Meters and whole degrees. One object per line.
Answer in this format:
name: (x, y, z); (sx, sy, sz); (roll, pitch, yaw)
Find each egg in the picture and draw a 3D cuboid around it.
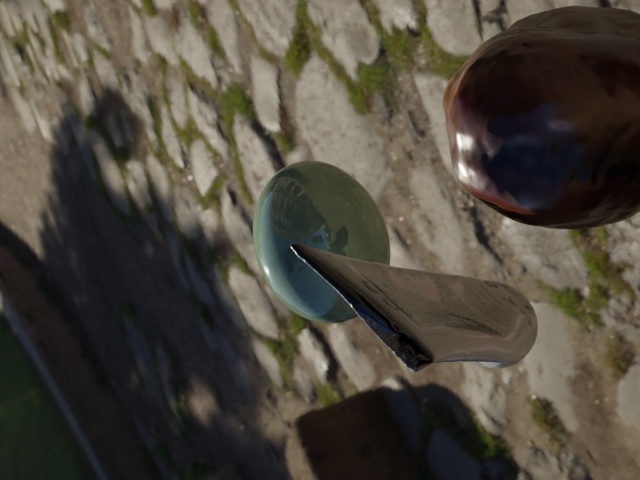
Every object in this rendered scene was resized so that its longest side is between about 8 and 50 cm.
egg: (0.000, 0.000, 1.094); (0.149, 0.149, 0.192); (108, 144, -58)

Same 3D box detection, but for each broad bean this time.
broad bean: (0.159, -0.080, 0.615); (0.156, 0.228, 0.122); (11, 112, 22)

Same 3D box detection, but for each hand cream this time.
hand cream: (0.098, 0.060, 0.771); (0.121, 0.076, 0.336); (40, -169, 27)
